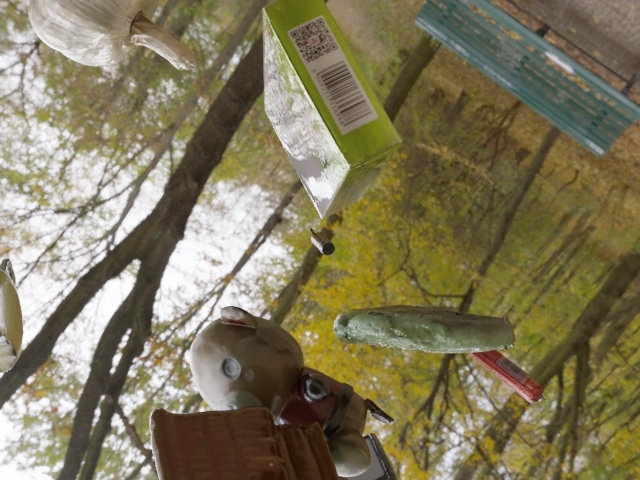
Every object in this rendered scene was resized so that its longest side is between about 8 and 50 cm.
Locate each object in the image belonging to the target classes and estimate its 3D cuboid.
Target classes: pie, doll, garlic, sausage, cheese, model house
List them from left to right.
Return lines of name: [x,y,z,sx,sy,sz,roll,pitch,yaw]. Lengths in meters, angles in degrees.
cheese: [-0.494,0.083,0.857,0.070,0.163,0.249,-9,-136,-14]
garlic: [-0.249,-0.305,0.769,0.226,0.199,0.199,34,-166,2]
model house: [-0.106,0.316,0.730,0.229,0.219,0.200,20,-139,-38]
doll: [-0.056,0.240,0.905,0.330,0.235,0.174,36,-135,1]
pie: [0.135,0.117,0.762,0.240,0.054,0.240,2,177,0]
sausage: [0.284,0.200,0.869,0.129,0.034,0.034,38,-168,37]

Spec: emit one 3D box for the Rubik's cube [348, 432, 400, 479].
Rubik's cube: [0.097,0.742,1.431,0.318,0.313,0.316,64,177,-27]

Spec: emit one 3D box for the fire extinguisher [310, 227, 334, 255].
fire extinguisher: [0.000,0.000,0.934,0.028,0.022,0.083,64,173,-22]

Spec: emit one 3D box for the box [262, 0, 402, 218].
box: [-0.001,-0.135,0.653,0.175,0.062,0.260,62,172,5]
